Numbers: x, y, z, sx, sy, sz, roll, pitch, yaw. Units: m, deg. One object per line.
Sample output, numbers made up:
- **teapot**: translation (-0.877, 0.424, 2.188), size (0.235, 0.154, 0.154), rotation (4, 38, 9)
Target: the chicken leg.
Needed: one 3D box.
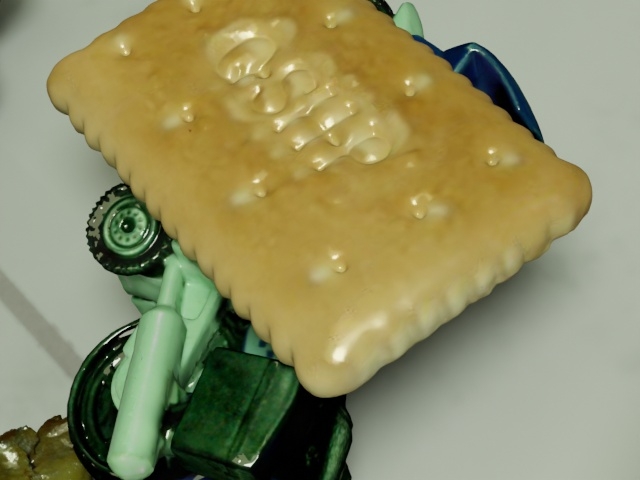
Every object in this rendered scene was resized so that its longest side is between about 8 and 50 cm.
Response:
- **chicken leg**: translation (-0.154, 0.128, 0.658), size (0.093, 0.070, 0.178), rotation (33, 65, 10)

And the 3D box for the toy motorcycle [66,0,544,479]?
- **toy motorcycle**: translation (0.000, 0.000, 0.661), size (0.196, 0.125, 0.331), rotation (10, 60, 21)

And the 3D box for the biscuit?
- **biscuit**: translation (-0.010, -0.050, 0.611), size (0.160, 0.030, 0.250), rotation (-34, 55, -13)
